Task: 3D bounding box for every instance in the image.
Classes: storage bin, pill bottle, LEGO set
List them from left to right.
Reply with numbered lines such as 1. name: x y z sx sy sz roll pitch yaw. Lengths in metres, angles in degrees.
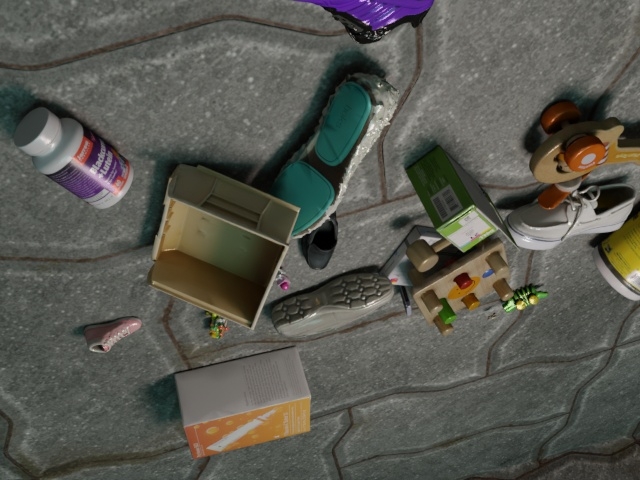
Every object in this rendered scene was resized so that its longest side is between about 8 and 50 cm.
1. pill bottle: -0.429 -0.145 1.277 0.108 0.108 0.193 -31 141 15
2. storage bin: -0.204 0.011 1.475 0.260 0.123 0.262 23 133 -2
3. LEGO set: -0.202 0.167 1.755 0.132 0.107 0.287 22 126 -41
4. pill bottle: 0.914 -0.006 1.958 0.188 0.188 0.334 16 130 -37

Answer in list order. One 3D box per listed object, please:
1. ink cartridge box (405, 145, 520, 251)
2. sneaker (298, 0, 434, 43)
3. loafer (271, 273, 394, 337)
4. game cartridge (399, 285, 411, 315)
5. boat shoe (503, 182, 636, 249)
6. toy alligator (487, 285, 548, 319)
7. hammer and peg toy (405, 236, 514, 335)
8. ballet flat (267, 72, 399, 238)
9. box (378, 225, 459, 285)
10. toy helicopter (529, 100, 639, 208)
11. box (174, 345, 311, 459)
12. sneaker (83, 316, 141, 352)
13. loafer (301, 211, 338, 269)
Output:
1. ink cartridge box: 0.321 -0.065 1.630 0.097 0.189 0.255 -36 139 19
2. sneaker: 0.056 -0.385 1.197 0.293 0.102 0.146 -5 141 -17
3. loafer: 0.034 0.169 1.867 0.319 0.112 0.111 -16 148 8
4. game cartridge: 0.225 0.154 1.942 0.017 0.083 0.056 -12 143 -2
5. boat shoe: 0.620 -0.083 1.784 0.367 0.136 0.156 -8 141 -19
6. toy alligator: 0.569 0.174 2.146 0.190 0.056 0.051 -23 100 7
7. hammer and peg toy: 0.350 0.088 1.814 0.266 0.127 0.361 -30 150 2
8. ballet flat: 0.030 -0.156 1.454 0.147 0.147 0.409 10 134 -33
9. box: 0.256 0.044 1.859 0.145 0.038 0.186 7 134 -30
10. toy helicopter: 0.630 -0.185 1.666 0.355 0.140 0.235 -6 142 -21
11. box: -0.212 0.453 2.051 0.345 0.168 0.215 -11 142 -10
12. sneaker: -0.488 0.228 1.738 0.134 0.070 0.051 -11 139 -13
13. loafer: 0.000 0.000 1.662 0.076 0.078 0.223 -9 141 -13
